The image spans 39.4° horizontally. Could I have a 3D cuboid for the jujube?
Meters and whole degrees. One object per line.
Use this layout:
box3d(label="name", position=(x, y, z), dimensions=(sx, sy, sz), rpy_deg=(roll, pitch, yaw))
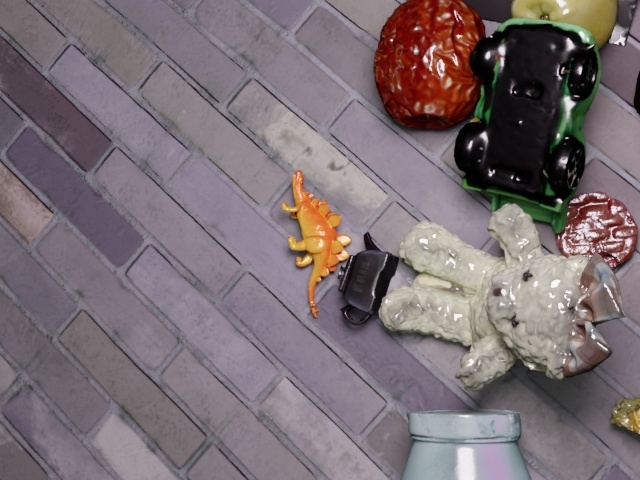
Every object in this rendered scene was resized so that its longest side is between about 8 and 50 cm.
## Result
box3d(label="jujube", position=(0.199, -0.330, 1.649), dimensions=(0.213, 0.213, 0.232), rpy_deg=(4, 84, 15))

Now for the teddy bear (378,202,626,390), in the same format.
box3d(label="teddy bear", position=(0.285, 0.091, 1.492), dimensions=(0.376, 0.362, 0.327), rpy_deg=(19, 87, 11))

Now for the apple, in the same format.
box3d(label="apple", position=(0.432, -0.409, 1.595), dimensions=(0.200, 0.200, 0.200), rpy_deg=(-2, 83, 14))

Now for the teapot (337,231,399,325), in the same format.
box3d(label="teapot", position=(0.079, 0.072, 1.694), dimensions=(0.096, 0.087, 0.177), rpy_deg=(16, 88, 20))

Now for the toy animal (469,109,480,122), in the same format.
box3d(label="toy animal", position=(0.375, -0.265, 1.664), dimensions=(0.136, 0.073, 0.181), rpy_deg=(29, 88, 9))

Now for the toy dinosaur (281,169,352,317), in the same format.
box3d(label="toy dinosaur", position=(0.000, 0.000, 1.733), dimensions=(0.117, 0.070, 0.288), rpy_deg=(-13, 85, 12))

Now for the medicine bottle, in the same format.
box3d(label="medicine bottle", position=(0.246, 0.436, 1.529), dimensions=(0.245, 0.245, 0.289), rpy_deg=(-4, 81, 14))

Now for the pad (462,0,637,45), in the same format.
box3d(label="pad", position=(0.416, -0.520, 1.669), dimensions=(0.368, 0.007, 0.247), rpy_deg=(15, 109, 15))

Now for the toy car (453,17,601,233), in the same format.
box3d(label="toy car", position=(0.366, -0.194, 1.546), dimensions=(0.213, 0.176, 0.358), rpy_deg=(15, 103, 33))

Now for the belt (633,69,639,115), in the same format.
box3d(label="belt", position=(0.669, -0.316, 1.535), dimensions=(0.184, 0.164, 0.289), rpy_deg=(28, 96, 8))

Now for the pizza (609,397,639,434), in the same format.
box3d(label="pizza", position=(0.644, 0.283, 1.532), dimensions=(0.288, 0.075, 0.279), rpy_deg=(-3, 79, 16))

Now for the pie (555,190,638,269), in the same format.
box3d(label="pie", position=(0.497, -0.014, 1.620), dimensions=(0.154, 0.038, 0.153), rpy_deg=(-2, 80, 14))
